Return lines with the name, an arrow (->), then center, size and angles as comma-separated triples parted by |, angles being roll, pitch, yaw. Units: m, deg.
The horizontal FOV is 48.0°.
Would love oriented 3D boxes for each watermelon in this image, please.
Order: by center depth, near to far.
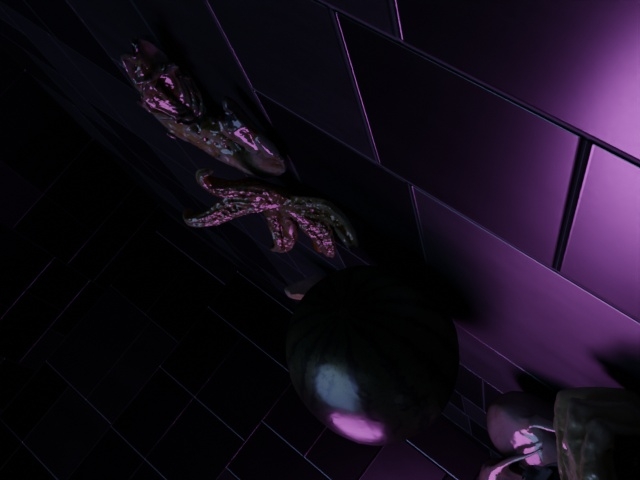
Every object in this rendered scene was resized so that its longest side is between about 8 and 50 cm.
watermelon -> 0.090, 0.192, 1.182 | 0.278, 0.279, 0.359 | 33, 168, 27

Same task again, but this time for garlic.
garlic -> 0.379, 0.405, 1.257 | 0.245, 0.231, 0.340 | 32, 174, 47

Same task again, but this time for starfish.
starfish -> -0.066, -0.041, 1.199 | 0.375, 0.095, 0.327 | 26, 163, -40

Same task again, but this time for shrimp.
shrimp -> -0.167, -0.183, 1.048 | 0.246, 0.085, 0.360 | 26, 170, 28

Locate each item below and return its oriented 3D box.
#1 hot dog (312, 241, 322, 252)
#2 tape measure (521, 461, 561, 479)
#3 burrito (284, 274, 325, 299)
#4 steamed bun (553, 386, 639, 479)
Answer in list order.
hot dog -> 0.000, 0.001, 1.386 | 0.044, 0.028, 0.137 | 30, 167, 8
tape measure -> 0.463, 0.422, 1.039 | 0.256, 0.147, 0.275 | 39, 147, -28
burrito -> 0.055, 0.174, 1.640 | 0.190, 0.135, 0.332 | 48, 169, -27
steamed bun -> 0.410, 0.355, 0.777 | 0.247, 0.428, 0.189 | -10, 159, 11
